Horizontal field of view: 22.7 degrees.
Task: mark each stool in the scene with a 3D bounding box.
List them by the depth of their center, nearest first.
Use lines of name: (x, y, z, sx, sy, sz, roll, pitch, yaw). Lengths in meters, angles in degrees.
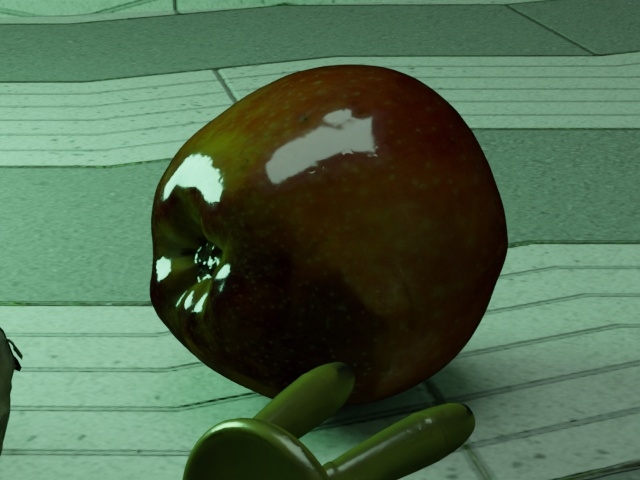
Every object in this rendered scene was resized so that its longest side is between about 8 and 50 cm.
stool: (0.004, 0.129, 0.799, 0.110, 0.135, 0.134, -14, 67, -44)

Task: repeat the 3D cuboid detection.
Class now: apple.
apple: (0.000, 0.000, 1.029, 0.230, 0.230, 0.230, 0, 18, 0)

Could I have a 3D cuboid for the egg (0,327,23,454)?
egg: (-0.279, 0.078, 0.738, 0.279, 0.279, 0.310, -8, 23, -22)
